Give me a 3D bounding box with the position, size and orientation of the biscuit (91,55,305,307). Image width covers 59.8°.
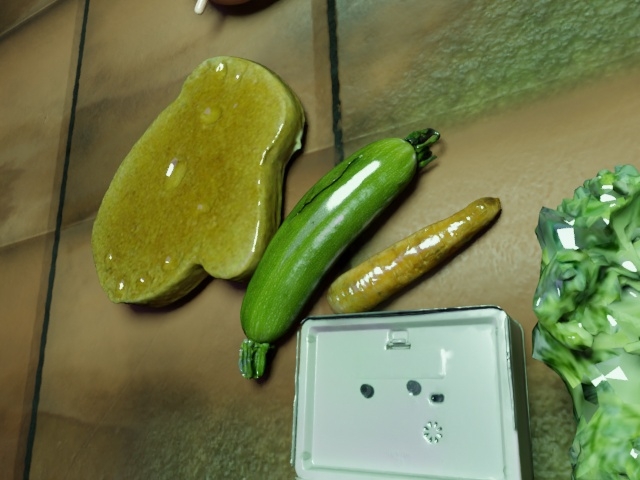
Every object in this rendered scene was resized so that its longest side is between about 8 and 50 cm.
[{"bbox_3d":[-0.143,-0.057,0.684,0.287,0.057,0.344,39,96,35],"label":"biscuit"}]

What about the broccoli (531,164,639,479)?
[{"bbox_3d":[0.284,0.072,0.261,0.249,0.302,0.375,-22,50,-20],"label":"broccoli"}]

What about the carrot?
[{"bbox_3d":[0.087,0.014,0.530,0.191,0.047,0.047,-35,59,15],"label":"carrot"}]

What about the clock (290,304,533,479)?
[{"bbox_3d":[0.074,0.138,0.479,0.191,0.071,0.147,-9,70,29],"label":"clock"}]

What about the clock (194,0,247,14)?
[{"bbox_3d":[-0.100,-0.421,0.742,0.241,0.142,0.227,-24,62,34],"label":"clock"}]

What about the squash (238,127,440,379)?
[{"bbox_3d":[-0.002,-0.001,0.570,0.080,0.071,0.319,42,98,29],"label":"squash"}]
